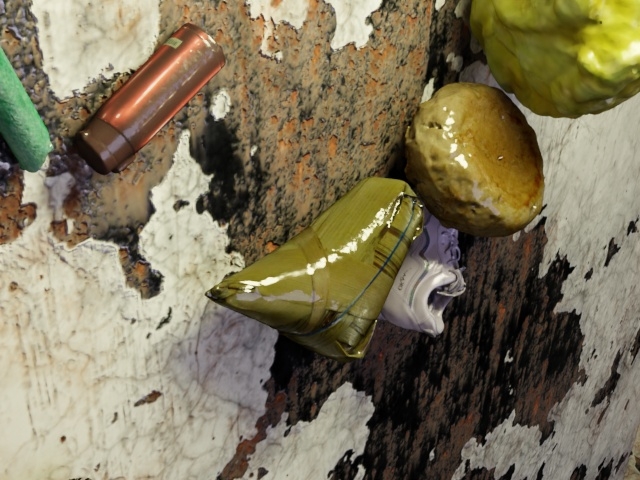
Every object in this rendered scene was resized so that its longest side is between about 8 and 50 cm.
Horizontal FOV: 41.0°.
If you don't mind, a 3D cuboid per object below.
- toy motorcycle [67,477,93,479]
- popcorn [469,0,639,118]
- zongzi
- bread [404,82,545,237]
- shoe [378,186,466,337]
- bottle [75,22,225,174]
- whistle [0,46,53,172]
[{"bbox_3d":[-0.245,0.395,0.895,0.401,0.134,0.207,49,59,-17],"label":"toy motorcycle"},{"bbox_3d":[0.328,-0.320,1.121,0.293,0.293,0.334,-60,161,-54],"label":"popcorn"},{"bbox_3d":[0.000,0.000,1.056,0.289,0.123,0.260,38,76,-51],"label":"zongzi"},{"bbox_3d":[0.211,-0.110,1.201,0.230,0.123,0.229,15,65,-33],"label":"bread"},{"bbox_3d":[0.163,0.024,1.260,0.245,0.138,0.095,-61,149,-4],"label":"shoe"},{"bbox_3d":[-0.162,-0.131,0.811,0.164,0.060,0.060,-50,143,-18],"label":"bottle"},{"bbox_3d":[-0.267,-0.134,0.692,0.039,0.039,0.186,-45,142,-25],"label":"whistle"}]
